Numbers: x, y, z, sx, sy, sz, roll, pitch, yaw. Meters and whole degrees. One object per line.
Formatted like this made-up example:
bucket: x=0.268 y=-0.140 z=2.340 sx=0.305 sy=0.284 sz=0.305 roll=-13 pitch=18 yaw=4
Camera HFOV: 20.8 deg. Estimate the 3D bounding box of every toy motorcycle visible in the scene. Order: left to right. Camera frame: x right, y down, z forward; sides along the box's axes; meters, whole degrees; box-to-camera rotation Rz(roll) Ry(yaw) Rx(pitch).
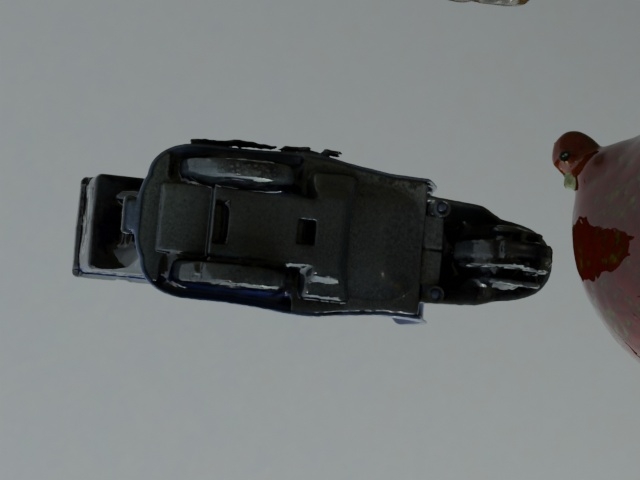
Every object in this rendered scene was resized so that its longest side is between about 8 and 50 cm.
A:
toy motorcycle: x=0.000 y=0.000 z=1.349 sx=0.358 sy=0.212 sz=0.125 roll=7 pitch=-95 yaw=-16

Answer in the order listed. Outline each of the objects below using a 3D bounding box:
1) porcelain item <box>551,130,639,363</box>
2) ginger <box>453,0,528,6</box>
porcelain item: x=0.275 y=-0.027 z=1.245 sx=0.253 sy=0.253 sz=0.253 roll=43 pitch=-150 yaw=-32
ginger: x=0.056 y=-0.193 z=0.996 sx=0.103 sy=0.162 sz=0.073 roll=94 pitch=-169 yaw=-57
